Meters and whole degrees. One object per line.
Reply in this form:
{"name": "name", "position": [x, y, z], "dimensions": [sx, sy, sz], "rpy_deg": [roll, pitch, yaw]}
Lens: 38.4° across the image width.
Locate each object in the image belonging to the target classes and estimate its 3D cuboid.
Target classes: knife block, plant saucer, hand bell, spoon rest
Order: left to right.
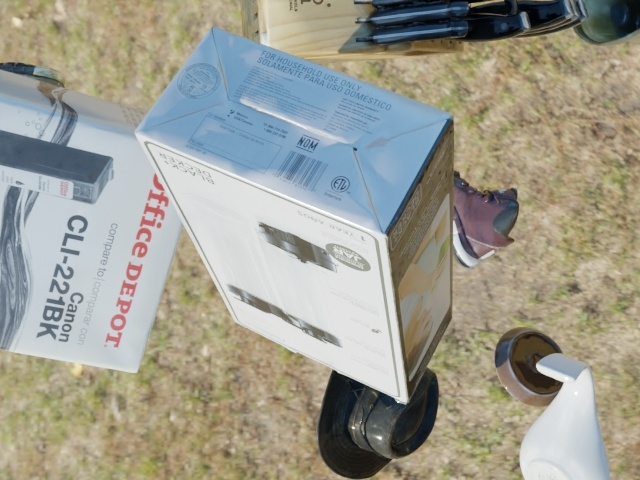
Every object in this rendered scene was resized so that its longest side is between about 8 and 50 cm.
{"name": "knife block", "position": [0.064, -0.191, 0.737], "dimensions": [0.275, 0.242, 0.088], "rpy_deg": [-146, 54, -77]}
{"name": "plant saucer", "position": [0.428, 0.247, 1.834], "dimensions": [0.029, 0.168, 0.169], "rpy_deg": [127, 133, -57]}
{"name": "spoon rest", "position": [0.338, 0.265, 1.263], "dimensions": [0.137, 0.084, 0.276], "rpy_deg": [21, 132, 36]}
{"name": "hand bell", "position": [0.349, -0.171, 0.815], "dimensions": [0.126, 0.242, 0.126], "rpy_deg": [-38, 38, 38]}

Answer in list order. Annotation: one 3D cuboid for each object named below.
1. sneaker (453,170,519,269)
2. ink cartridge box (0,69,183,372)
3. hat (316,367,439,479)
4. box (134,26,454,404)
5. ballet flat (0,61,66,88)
{"name": "sneaker", "position": [0.291, -0.098, 1.787], "dimensions": [0.162, 0.106, 0.281], "rpy_deg": [-25, 97, 4]}
{"name": "ink cartridge box", "position": [-0.250, -0.025, 0.719], "dimensions": [0.114, 0.272, 0.197], "rpy_deg": [-132, 59, -64]}
{"name": "hat", "position": [0.143, 0.308, 1.742], "dimensions": [0.134, 0.331, 0.332], "rpy_deg": [10, 88, 45]}
{"name": "box", "position": [0.000, 0.000, 0.638], "dimensions": [0.169, 0.290, 0.087], "rpy_deg": [23, 67, 19]}
{"name": "ballet flat", "position": [-0.349, -0.180, 0.989], "dimensions": [0.173, 0.057, 0.049], "rpy_deg": [5, 61, 19]}
